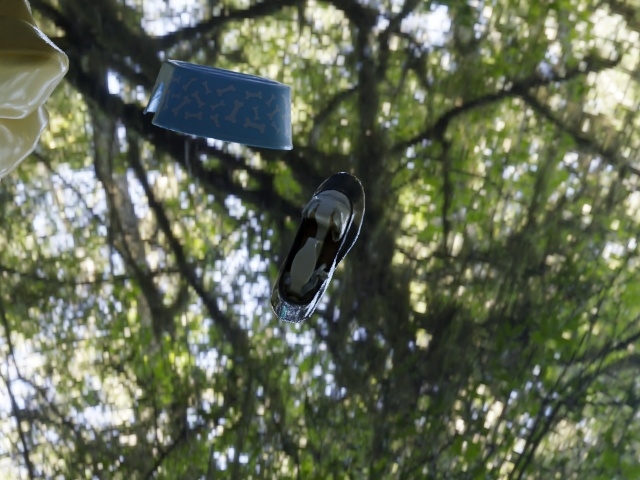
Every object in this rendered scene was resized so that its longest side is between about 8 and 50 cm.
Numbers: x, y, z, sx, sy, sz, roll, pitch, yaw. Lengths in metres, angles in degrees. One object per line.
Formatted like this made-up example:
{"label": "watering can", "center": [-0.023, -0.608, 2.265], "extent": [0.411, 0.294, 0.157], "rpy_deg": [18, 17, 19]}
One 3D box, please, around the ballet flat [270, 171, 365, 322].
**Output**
{"label": "ballet flat", "center": [0.000, 0.000, 1.372], "extent": [0.074, 0.074, 0.203], "rpy_deg": [21, -110, 12]}

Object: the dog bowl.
{"label": "dog bowl", "center": [-0.122, -0.169, 1.435], "extent": [0.166, 0.074, 0.297], "rpy_deg": [9, -172, -14]}

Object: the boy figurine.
{"label": "boy figurine", "center": [-0.278, -0.132, 0.992], "extent": [0.092, 0.177, 0.285], "rpy_deg": [-1, -172, -23]}
